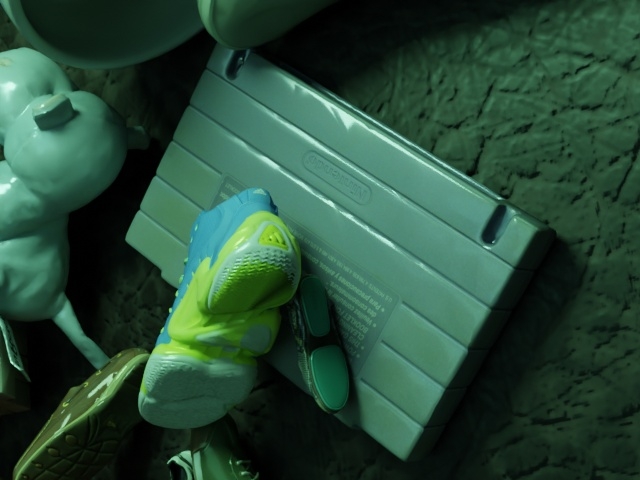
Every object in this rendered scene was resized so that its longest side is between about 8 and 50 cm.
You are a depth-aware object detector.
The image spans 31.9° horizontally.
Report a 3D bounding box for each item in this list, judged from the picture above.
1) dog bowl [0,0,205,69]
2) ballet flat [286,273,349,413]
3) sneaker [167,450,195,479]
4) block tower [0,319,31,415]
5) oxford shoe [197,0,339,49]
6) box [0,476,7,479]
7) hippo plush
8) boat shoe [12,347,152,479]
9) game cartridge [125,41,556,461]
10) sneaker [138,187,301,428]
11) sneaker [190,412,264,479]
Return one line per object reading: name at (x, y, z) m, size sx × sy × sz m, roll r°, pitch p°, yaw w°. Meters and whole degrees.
dog bowl at (-0.169, -0.281, 0.961) m, size 0.265 × 0.265 × 0.104 m, roll -51°, pitch 61°, yaw 20°
ballet flat at (-0.004, 0.086, 0.916) m, size 0.041 × 0.041 × 0.114 m, roll -18°, pitch 78°, yaw 30°
sneaker at (-0.127, 0.240, 1.048) m, size 0.031 × 0.037 × 0.083 m, roll -16°, pitch 81°, yaw 29°
block tower at (-0.462, 0.156, 1.164) m, size 0.335 × 0.097 × 0.091 m, roll -12°, pitch 70°, yaw 11°
oxford shoe at (0.089, -0.267, 0.863) m, size 0.449 × 0.169 × 0.130 m, roll -30°, pitch 74°, yaw 22°
box at (-0.430, 0.331, 1.159) m, size 0.021 × 0.164 × 0.201 m, roll 45°, pitch 110°, yaw 28°
hippo plush at (-0.302, -0.052, 1.053) m, size 0.294 × 0.234 × 0.237 m, roll 45°, pitch 111°, yaw 26°
boat shoe at (-0.220, 0.172, 1.062) m, size 0.178 × 0.064 × 0.060 m, roll -45°, pitch 37°, yaw -19°
game cartridge at (0.000, 0.000, 0.967) m, size 0.355 × 0.068 × 0.230 m, roll 36°, pitch 110°, yaw 28°
sneaker at (-0.085, 0.054, 0.950) m, size 0.240 × 0.091 × 0.126 m, roll -53°, pitch 28°, yaw 35°
sneaker at (-0.055, 0.241, 0.992) m, size 0.086 × 0.064 × 0.192 m, roll -13°, pitch 82°, yaw 24°
